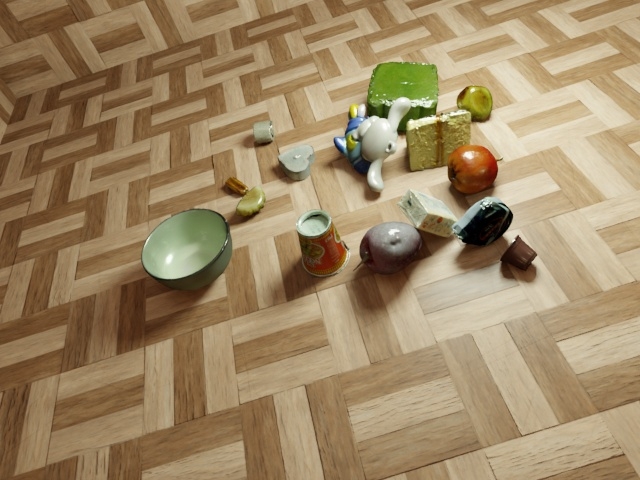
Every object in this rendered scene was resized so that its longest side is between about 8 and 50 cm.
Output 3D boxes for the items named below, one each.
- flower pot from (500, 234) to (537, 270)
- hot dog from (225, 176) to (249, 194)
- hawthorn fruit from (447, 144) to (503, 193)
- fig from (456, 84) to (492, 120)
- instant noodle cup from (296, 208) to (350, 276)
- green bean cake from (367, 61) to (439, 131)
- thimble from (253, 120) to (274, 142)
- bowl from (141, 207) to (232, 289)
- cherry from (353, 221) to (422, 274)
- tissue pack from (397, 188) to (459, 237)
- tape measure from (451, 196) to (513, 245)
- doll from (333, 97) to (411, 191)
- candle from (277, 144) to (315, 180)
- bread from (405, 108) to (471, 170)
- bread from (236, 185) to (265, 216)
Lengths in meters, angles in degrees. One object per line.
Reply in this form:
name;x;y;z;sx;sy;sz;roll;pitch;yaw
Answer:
flower pot;0.676;0.048;1.614;0.089;0.111;0.111;36;68;22
hot dog;-0.380;-0.247;2.194;0.144;0.038;0.062;32;63;32
hawthorn fruit;0.607;-0.287;1.850;0.225;0.197;0.196;-18;48;-10
fig;0.692;-0.614;2.123;0.144;0.154;0.166;-38;73;-5
instant noodle cup;0.000;0.000;1.766;0.193;0.212;0.193;-8;50;9
green bean cake;0.382;-0.649;2.209;0.319;0.218;0.335;6;59;11
thimble;-0.276;-0.537;2.359;0.090;0.102;0.115;-7;57;9
bowl;-0.495;0.061;1.874;0.353;0.185;0.354;-8;50;9
cherry;0.242;0.024;1.688;0.266;0.184;0.213;-29;7;-19
tissue pack;0.397;-0.097;1.749;0.092;0.196;0.148;-55;43;27
tape measure;0.578;-0.065;1.679;0.182;0.181;0.107;-51;49;22
doll;0.212;-0.426;2.049;0.365;0.187;0.376;30;87;51
candle;-0.115;-0.360;2.191;0.168;0.068;0.192;7;52;17
bread;0.483;-0.456;1.988;0.263;0.236;0.198;-10;50;7
bread;-0.288;-0.162;2.068;0.094;0.083;0.157;12;58;21
